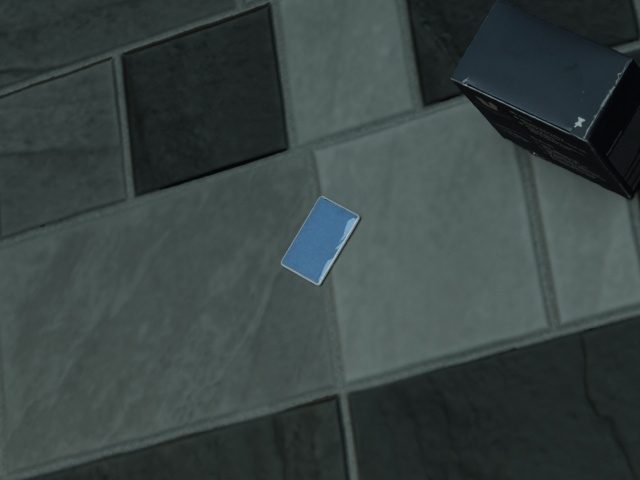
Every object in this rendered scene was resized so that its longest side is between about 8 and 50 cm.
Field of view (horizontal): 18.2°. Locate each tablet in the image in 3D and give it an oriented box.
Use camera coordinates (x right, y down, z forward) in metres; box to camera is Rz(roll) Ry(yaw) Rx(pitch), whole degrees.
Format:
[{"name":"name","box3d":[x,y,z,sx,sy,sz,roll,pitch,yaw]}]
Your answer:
[{"name":"tablet","box3d":[0.000,0.000,2.028,0.054,0.006,0.083,29,86,31]}]

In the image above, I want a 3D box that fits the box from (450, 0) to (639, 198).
[{"name":"box","box3d":[0.230,-0.132,1.878,0.156,0.158,0.093,28,85,30]}]
